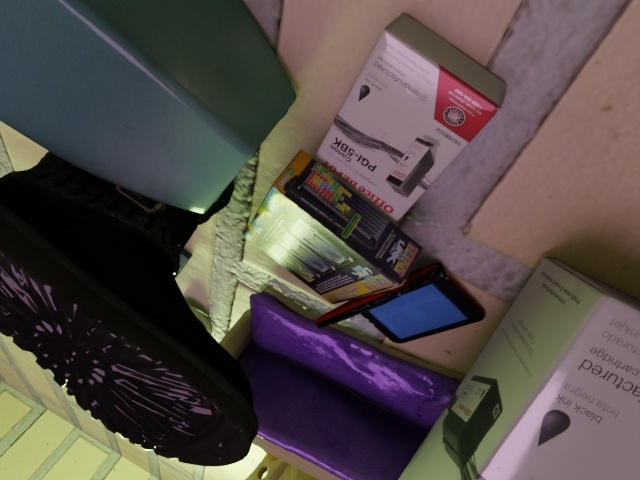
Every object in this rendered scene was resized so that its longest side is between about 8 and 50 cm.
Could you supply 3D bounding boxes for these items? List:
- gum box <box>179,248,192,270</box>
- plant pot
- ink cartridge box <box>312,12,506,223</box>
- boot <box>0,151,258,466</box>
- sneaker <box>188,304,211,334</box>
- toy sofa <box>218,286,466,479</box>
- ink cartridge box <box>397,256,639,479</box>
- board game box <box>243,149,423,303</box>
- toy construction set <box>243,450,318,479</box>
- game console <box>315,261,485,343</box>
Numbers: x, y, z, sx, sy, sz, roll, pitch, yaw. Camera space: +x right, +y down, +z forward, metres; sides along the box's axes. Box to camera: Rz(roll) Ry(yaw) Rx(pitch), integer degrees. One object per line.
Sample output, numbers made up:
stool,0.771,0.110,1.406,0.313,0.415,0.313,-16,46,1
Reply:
gum box,-0.315,0.036,0.653,0.157,0.041,0.184,40,126,-10
plant pot,-0.152,-0.149,0.347,0.234,0.166,0.165,38,136,-16
ink cartridge box,0.065,-0.092,0.336,0.099,0.056,0.135,34,136,-1
boot,-0.158,0.024,0.421,0.348,0.260,0.131,46,123,-9
sneaker,-0.275,0.209,0.748,0.083,0.118,0.222,32,136,1
toy sofa,0.016,0.228,0.558,0.362,0.150,0.177,23,127,11
ink cartridge box,0.232,0.206,0.351,0.223,0.129,0.307,27,105,5
board game box,0.000,0.000,0.419,0.141,0.048,0.170,37,158,-8
toy construction set,-0.065,0.335,0.710,0.237,0.257,0.309,-24,91,22
game console,0.089,0.091,0.465,0.144,0.124,0.085,-33,80,43
